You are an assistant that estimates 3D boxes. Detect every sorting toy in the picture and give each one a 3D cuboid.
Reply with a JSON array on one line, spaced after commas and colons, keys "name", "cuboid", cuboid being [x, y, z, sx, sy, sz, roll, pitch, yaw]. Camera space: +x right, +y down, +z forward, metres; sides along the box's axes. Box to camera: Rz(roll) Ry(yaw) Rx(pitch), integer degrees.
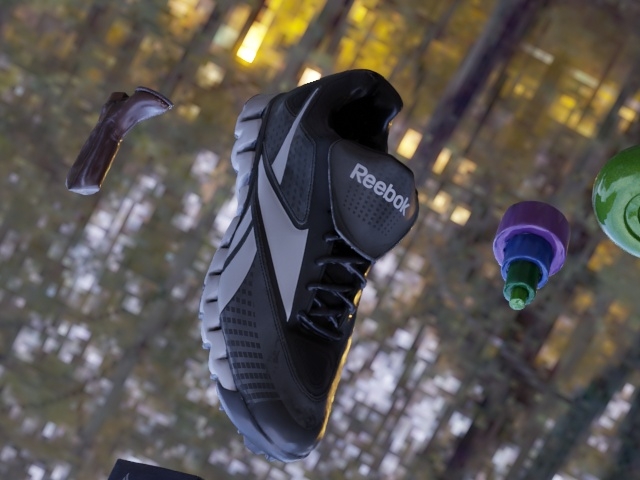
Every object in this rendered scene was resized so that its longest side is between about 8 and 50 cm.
[{"name": "sorting toy", "cuboid": [0.306, -0.004, 1.533, 0.127, 0.365, 0.126, 58, -147, -30]}]

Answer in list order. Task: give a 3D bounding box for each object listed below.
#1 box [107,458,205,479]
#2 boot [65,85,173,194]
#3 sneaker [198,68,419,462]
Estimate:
[{"name": "box", "cuboid": [-0.096, 0.261, 1.037, 0.059, 0.183, 0.233, 10, 144, 20]}, {"name": "boot", "cuboid": [-0.197, -0.091, 1.773, 0.037, 0.114, 0.106, 38, 158, -28]}, {"name": "sneaker", "cuboid": [0.000, 0.000, 0.950, 0.078, 0.106, 0.234, 34, -135, -34]}]
